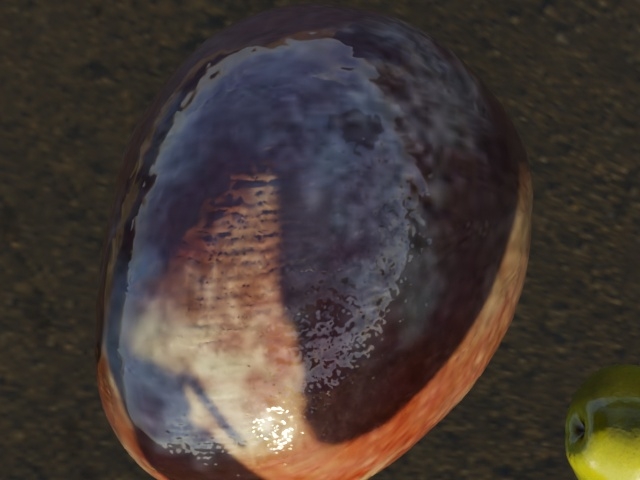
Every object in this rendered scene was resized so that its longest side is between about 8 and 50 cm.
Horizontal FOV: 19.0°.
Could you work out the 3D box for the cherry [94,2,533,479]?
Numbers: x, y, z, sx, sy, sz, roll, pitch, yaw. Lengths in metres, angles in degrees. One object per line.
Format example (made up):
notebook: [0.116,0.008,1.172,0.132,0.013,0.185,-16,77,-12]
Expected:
cherry: [0.000,0.000,0.950,0.213,0.236,0.285,1,46,26]

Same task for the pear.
pear: [0.188,0.118,1.114,0.092,0.097,0.092,-171,90,-75]
